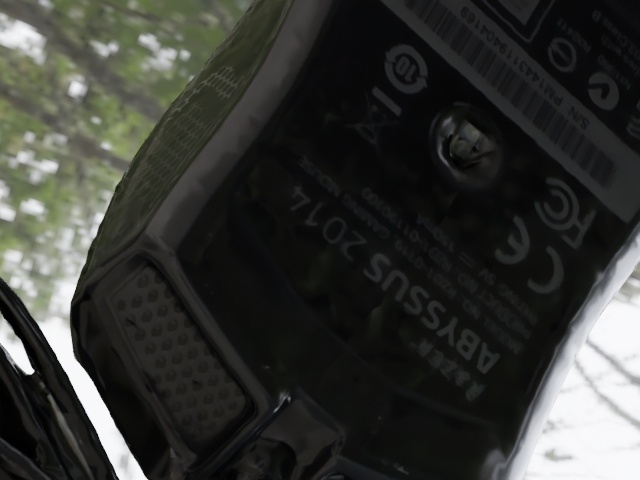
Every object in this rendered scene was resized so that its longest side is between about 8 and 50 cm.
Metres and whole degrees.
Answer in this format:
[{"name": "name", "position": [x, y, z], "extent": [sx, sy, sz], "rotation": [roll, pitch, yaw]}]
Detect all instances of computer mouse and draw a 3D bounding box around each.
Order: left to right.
[{"name": "computer mouse", "position": [0.000, 0.000, 0.487], "extent": [0.272, 0.188, 0.072], "rotation": [-53, -167, -32]}]
